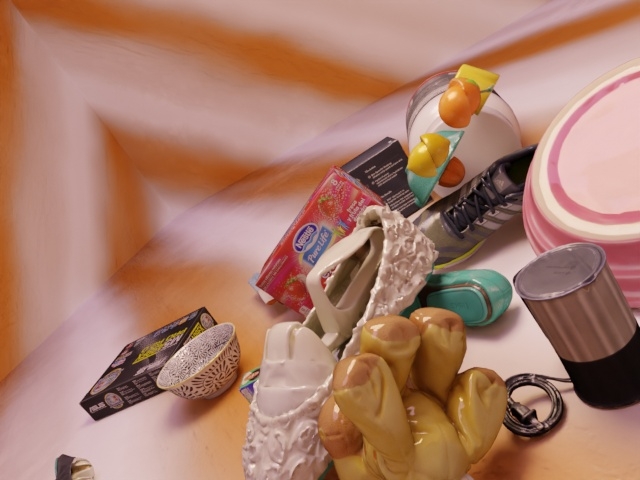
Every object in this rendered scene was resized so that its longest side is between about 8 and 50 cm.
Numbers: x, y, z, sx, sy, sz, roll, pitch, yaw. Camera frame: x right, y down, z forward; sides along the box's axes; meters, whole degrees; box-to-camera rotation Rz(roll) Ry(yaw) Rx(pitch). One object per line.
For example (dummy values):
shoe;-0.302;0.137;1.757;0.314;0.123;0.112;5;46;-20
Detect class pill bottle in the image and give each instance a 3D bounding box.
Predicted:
pill bottle;0.279;-0.209;1.188;0.210;0.210;0.363;-29;18;17

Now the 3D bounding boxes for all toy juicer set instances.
toy juicer set;0.179;-0.106;0.930;0.328;0.090;0.209;-64;-7;25

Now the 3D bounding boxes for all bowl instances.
bowl;-0.203;0.234;1.082;0.170;0.080;0.170;-32;16;10

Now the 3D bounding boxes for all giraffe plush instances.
giraffe plush;0.069;0.187;0.579;0.182;0.210;0.170;-8;-18;-33

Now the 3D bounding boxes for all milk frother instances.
milk frother;0.219;0.098;0.563;0.143;0.134;0.129;-42;17;-24

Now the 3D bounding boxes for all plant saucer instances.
plant saucer;0.370;-0.090;0.666;0.332;0.084;0.332;-31;41;32

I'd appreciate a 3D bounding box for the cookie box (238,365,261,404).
cookie box;-0.042;0.206;0.832;0.107;0.091;0.040;-30;19;15

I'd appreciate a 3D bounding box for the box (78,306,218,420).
box;-0.381;0.274;1.344;0.270;0.060;0.216;-27;17;24

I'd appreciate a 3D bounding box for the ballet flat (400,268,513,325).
ballet flat;0.166;0.083;0.839;0.087;0.083;0.247;-16;4;-35

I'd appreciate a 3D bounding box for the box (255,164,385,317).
box;0.000;0.000;1.122;0.256;0.123;0.128;-55;7;13

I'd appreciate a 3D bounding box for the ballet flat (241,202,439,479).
ballet flat;0.006;0.109;0.728;0.147;0.147;0.408;-14;34;50

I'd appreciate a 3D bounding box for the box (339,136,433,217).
box;0.131;-0.117;1.298;0.156;0.158;0.093;-33;16;2

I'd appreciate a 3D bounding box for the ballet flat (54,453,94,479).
ballet flat;-0.426;0.418;1.029;0.074;0.074;0.203;-38;11;-13

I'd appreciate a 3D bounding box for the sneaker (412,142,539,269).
sneaker;0.254;-0.065;0.924;0.300;0.111;0.121;-36;-20;-1

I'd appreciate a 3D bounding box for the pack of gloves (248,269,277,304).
pack of gloves;-0.054;0.081;1.333;0.195;0.046;0.232;-26;17;-12
